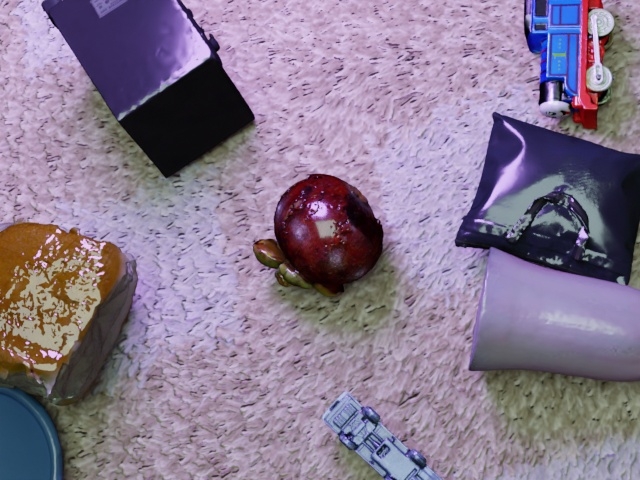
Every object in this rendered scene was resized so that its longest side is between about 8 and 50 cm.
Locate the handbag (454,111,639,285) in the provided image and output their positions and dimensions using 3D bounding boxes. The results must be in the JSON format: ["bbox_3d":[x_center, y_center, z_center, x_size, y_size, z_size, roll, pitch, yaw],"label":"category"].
[{"bbox_3d":[0.335,-0.054,1.961,0.254,0.089,0.211,17,77,10],"label":"handbag"}]

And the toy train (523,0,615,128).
[{"bbox_3d":[0.361,-0.271,2.016,0.131,0.083,0.204,1,74,10],"label":"toy train"}]

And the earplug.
[{"bbox_3d":[0.363,0.121,1.880,0.301,0.172,0.172,11,77,6],"label":"earplug"}]

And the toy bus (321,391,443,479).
[{"bbox_3d":[0.090,0.292,1.916,0.190,0.075,0.064,42,87,16],"label":"toy bus"}]

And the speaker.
[{"bbox_3d":[-0.248,-0.268,2.048,0.184,0.232,0.254,-34,67,0],"label":"speaker"}]

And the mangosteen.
[{"bbox_3d":[0.000,0.000,1.978,0.166,0.166,0.180,49,113,18],"label":"mangosteen"}]

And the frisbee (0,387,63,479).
[{"bbox_3d":[-0.506,0.344,2.022,0.289,0.049,0.290,-3,73,11],"label":"frisbee"}]

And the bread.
[{"bbox_3d":[-0.413,0.089,1.982,0.279,0.225,0.250,21,75,16],"label":"bread"}]
